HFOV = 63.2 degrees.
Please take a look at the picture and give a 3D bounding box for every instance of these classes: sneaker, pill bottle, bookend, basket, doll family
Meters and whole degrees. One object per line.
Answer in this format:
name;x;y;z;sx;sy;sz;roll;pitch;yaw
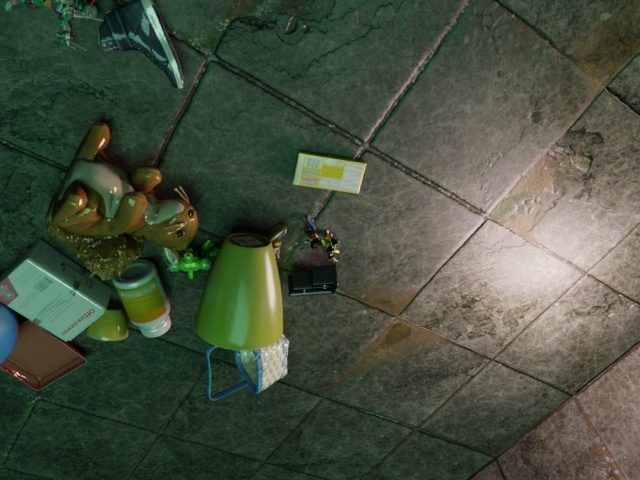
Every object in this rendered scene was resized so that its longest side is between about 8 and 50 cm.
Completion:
sneaker;-0.446;-0.465;1.286;0.164;0.086;0.226;-23;114;-3
sneaker;-0.153;0.023;1.672;0.084;0.069;0.185;36;123;-23
pill bottle;-0.572;0.195;1.698;0.137;0.136;0.245;-8;124;-1
bookend;-0.027;0.132;1.706;0.156;0.072;0.157;-3;165;-5
basket;-0.264;0.426;1.831;0.289;0.201;0.254;-17;130;-34
doll family;0.000;0.000;1.644;0.193;0.111;0.076;33;115;-24

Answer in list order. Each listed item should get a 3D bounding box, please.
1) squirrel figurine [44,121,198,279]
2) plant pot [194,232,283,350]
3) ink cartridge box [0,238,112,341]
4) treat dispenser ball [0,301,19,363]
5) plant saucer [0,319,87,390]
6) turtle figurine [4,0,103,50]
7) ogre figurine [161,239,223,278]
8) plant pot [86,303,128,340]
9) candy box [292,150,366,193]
squirrel figurine;-0.558;-0.063;1.490;0.371;0.281;0.397;25;133;-33
plant pot;-0.232;0.135;1.580;0.275;0.274;0.293;5;109;-10
ink cartridge box;-0.850;0.165;1.659;0.207;0.117;0.283;-36;120;17
treat dispenser ball;-1.099;0.283;1.609;0.288;0.288;0.288;-3;124;-4
plant saucer;-1.009;0.399;1.843;0.259;0.047;0.258;-30;122;15
turtle figurine;-0.614;-0.541;1.213;0.234;0.118;0.175;14;162;-13
ogre figurine;-0.401;0.053;1.632;0.197;0.118;0.096;13;121;-15
plant pot;-0.712;0.269;1.752;0.134;0.134;0.095;9;97;-12
candy box;0.026;-0.204;1.560;0.206;0.027;0.105;7;125;-11
